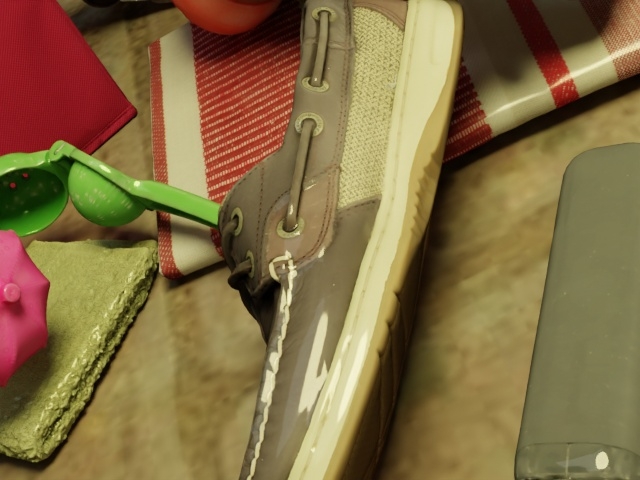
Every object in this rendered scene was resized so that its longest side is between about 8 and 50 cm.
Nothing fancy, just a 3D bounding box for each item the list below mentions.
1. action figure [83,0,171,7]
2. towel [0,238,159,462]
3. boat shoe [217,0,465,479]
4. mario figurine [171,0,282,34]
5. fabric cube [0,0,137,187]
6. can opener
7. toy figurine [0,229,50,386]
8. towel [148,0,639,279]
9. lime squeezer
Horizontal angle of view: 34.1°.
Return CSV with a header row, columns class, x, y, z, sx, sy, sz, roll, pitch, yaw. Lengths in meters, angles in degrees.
class,x,y,z,sx,sy,sz,roll,pitch,yaw
action figure,-0.175,-0.252,0.749,0.185,0.285,0.099,-6,73,0
towel,-0.158,0.057,0.594,0.110,0.027,0.148,0,49,32
boat shoe,0.000,0.000,0.460,0.092,0.103,0.285,11,60,8
mario figurine,0.005,-0.213,0.573,0.321,0.198,0.170,15,64,44
fabric cube,-0.338,-0.131,0.721,0.254,0.258,0.259,-44,41,-14
can opener,0.084,0.081,0.374,0.093,0.074,0.280,-3,48,32
toy figurine,-0.213,0.048,0.538,0.159,0.130,0.173,-34,33,2
towel,0.044,-0.119,0.634,0.329,0.037,0.237,-24,43,13
lime squeezer,-0.148,-0.010,0.590,0.310,0.059,0.110,-10,44,21
